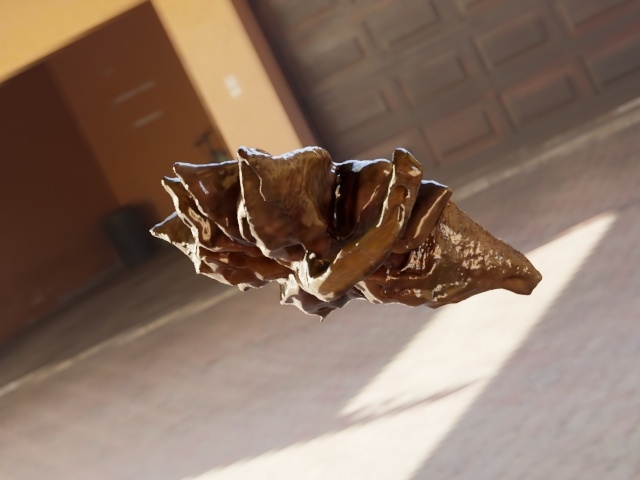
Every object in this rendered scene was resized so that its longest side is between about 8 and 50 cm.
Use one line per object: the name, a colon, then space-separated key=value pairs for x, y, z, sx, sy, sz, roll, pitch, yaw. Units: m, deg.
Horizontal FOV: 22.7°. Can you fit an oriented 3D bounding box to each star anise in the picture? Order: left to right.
star anise: x=0.002 y=-0.001 z=1.207 sx=0.349 sy=0.109 sz=0.292 roll=-5 pitch=-15 yaw=43
